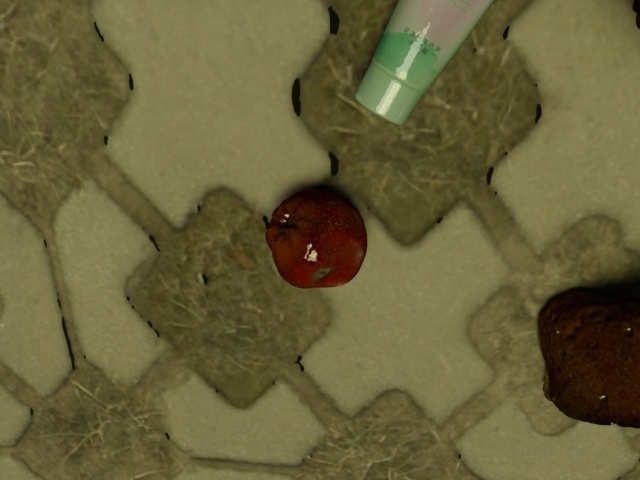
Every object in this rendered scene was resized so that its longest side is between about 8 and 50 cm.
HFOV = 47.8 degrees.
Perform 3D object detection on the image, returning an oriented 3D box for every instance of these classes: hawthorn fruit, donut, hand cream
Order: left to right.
[{"bbox_3d":[0.000,0.000,0.625,0.093,0.093,0.093,3,121,5],"label":"hawthorn fruit"},{"bbox_3d":[0.086,-0.171,0.532,0.076,0.047,0.174,29,111,-9],"label":"hand cream"},{"bbox_3d":[0.314,0.081,0.595,0.294,0.151,0.112,-25,105,21],"label":"donut"}]

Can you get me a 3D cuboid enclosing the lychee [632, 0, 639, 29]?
[{"bbox_3d":[0.292,-0.179,0.372,0.264,0.264,0.300,-12,136,14],"label":"lychee"}]
